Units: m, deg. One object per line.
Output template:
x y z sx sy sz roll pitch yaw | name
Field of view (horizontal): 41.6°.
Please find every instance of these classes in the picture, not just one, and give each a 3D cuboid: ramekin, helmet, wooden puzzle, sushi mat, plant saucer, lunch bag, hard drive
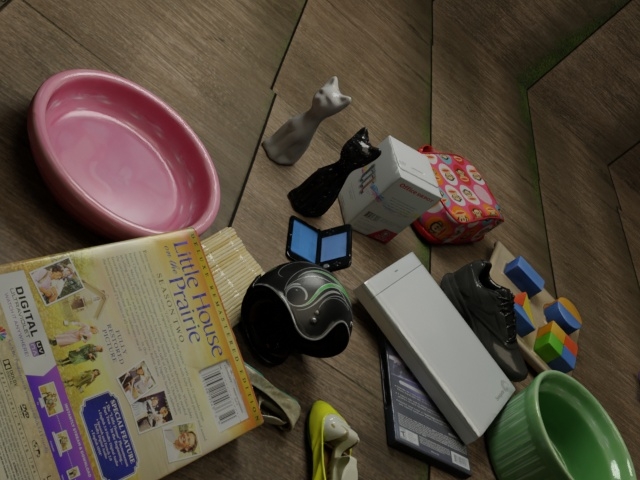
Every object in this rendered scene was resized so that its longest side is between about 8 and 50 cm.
0.469 0.424 1.667 0.303 0.148 0.303 31 36 -27 | ramekin
-0.030 0.117 1.365 0.161 0.169 0.169 -14 68 -46 | helmet
0.529 0.177 2.064 0.322 0.080 0.348 45 32 -8 | wooden puzzle
-0.187 0.081 1.338 0.151 0.019 0.316 52 32 2 | sushi mat
-0.313 -0.119 1.329 0.332 0.084 0.332 32 37 -28 | plant saucer
0.303 -0.122 2.059 0.293 0.120 0.258 -2 58 -51 | lunch bag
0.230 0.200 1.658 0.353 0.047 0.233 54 32 6 | hard drive

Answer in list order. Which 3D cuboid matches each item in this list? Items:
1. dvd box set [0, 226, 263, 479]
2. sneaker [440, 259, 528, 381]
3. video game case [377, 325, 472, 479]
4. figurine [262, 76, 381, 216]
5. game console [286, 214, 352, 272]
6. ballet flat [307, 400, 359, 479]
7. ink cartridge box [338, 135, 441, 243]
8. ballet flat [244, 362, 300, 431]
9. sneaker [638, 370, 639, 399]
-0.265 0.158 1.055 0.420 0.062 0.308 -16 85 -56 | dvd box set
0.377 0.171 1.838 0.109 0.130 0.286 -7 63 -56 | sneaker
0.192 0.292 1.581 0.196 0.026 0.274 31 36 -28 | video game case
0.006 -0.191 1.679 0.092 0.209 0.215 0 56 -51 | figurine
0.000 0.000 1.608 0.122 0.107 0.071 -86 156 -48 | game console
0.025 0.330 1.283 0.077 0.077 0.231 33 35 -24 | ballet flat
0.143 -0.106 1.790 0.128 0.176 0.127 24 40 -36 | ink cartridge box
-0.096 0.231 1.262 0.168 0.057 0.052 36 44 -21 | ballet flat
0.897 0.413 2.289 0.071 0.068 0.170 28 38 -22 | sneaker
